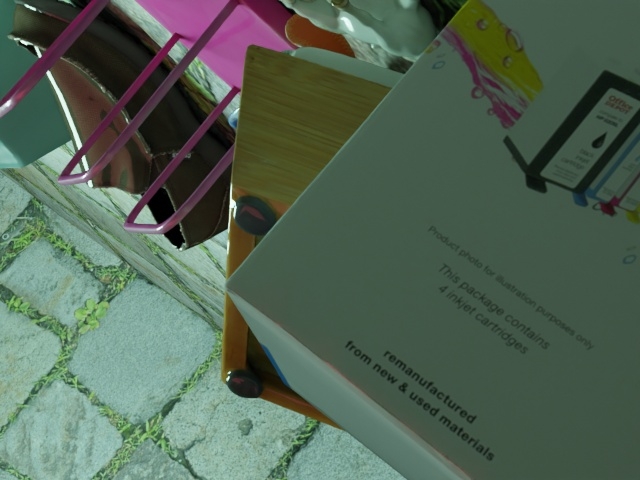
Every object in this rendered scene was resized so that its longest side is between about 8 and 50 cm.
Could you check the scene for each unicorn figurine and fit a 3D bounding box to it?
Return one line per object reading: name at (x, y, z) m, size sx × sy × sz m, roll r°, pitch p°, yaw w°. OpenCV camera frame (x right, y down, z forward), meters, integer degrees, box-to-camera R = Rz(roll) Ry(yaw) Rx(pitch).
unicorn figurine at (0.031, -0.125, 0.707) m, size 0.162 × 0.060 × 0.111 m, roll 48°, pitch -170°, yaw 37°

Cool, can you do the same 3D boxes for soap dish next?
soap dish at (0.076, 0.034, 0.694) m, size 0.291 × 0.118 × 0.229 m, roll 20°, pitch 140°, yaw 9°

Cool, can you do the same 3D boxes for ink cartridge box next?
ink cartridge box at (0.109, 0.001, 0.500) m, size 0.168 × 0.232 × 0.171 m, roll 37°, pitch 169°, yaw 17°

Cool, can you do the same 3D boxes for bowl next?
bowl at (-0.418, -0.204, 1.509) m, size 0.312 × 0.163 × 0.311 m, roll 36°, pitch 169°, yaw 8°

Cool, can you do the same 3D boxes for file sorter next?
file sorter at (-0.180, -0.157, 0.899) m, size 0.291 × 0.182 × 0.202 m, roll 42°, pitch 168°, yaw -16°

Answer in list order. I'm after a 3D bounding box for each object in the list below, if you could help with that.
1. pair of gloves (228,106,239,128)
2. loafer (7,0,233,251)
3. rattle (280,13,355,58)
pair of gloves at (-0.013, -0.073, 1.119) m, size 0.198 × 0.023 × 0.159 m, roll 33°, pitch 167°, yaw 21°
loafer at (-0.201, -0.109, 1.283) m, size 0.134 × 0.130 × 0.366 m, roll 24°, pitch 162°, yaw 51°
rattle at (0.068, -0.066, 0.790) m, size 0.143 × 0.130 × 0.199 m, roll 2°, pitch 116°, yaw 54°
